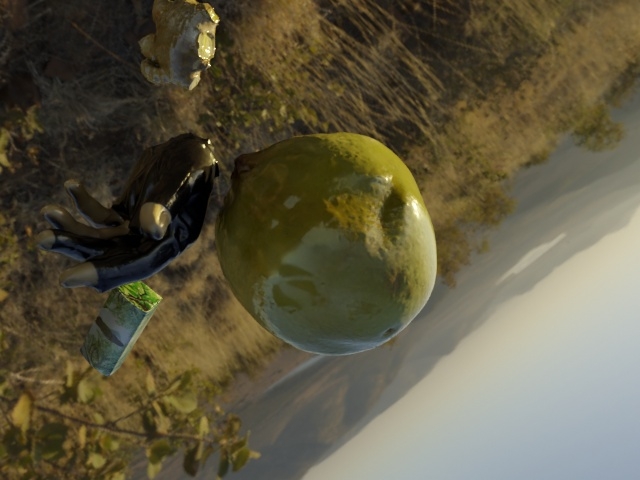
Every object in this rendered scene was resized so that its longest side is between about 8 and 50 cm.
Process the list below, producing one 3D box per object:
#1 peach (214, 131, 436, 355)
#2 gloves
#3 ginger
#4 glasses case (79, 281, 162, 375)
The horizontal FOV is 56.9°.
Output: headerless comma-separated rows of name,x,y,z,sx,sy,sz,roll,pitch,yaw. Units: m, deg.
peach,0.004,0.007,0.874,0.316,0.314,0.282,14,162,-26
gloves,-0.236,-0.038,0.780,0.197,0.152,0.301,-14,-164,36
ginger,-0.282,-0.417,1.204,0.102,0.157,0.216,-21,129,-67
glasses case,-0.434,0.186,1.263,0.272,0.095,0.062,-51,-179,37
